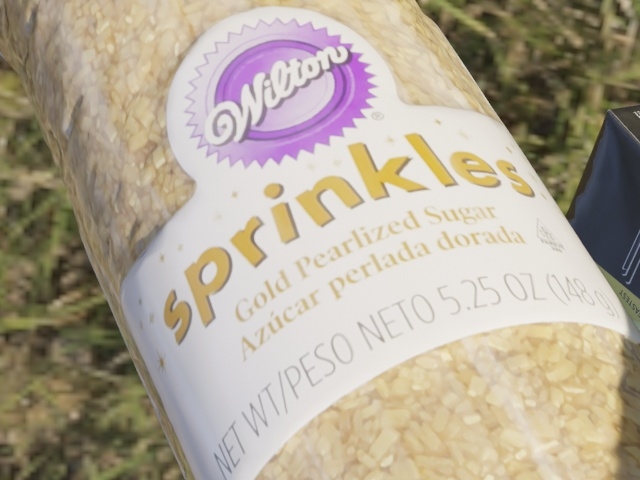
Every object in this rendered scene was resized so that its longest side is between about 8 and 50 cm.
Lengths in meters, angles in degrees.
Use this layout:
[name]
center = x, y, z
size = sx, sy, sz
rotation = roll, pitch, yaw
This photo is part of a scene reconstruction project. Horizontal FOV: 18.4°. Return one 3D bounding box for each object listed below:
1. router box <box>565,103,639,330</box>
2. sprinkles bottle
[router box]
center = 0.282, 0.086, 1.424
size = 0.309, 0.081, 0.243
rotation = 55, 142, 36
[sprinkles bottle]
center = 0.000, 0.000, 0.527
size = 0.121, 0.121, 0.355
rotation = -52, 46, 26
